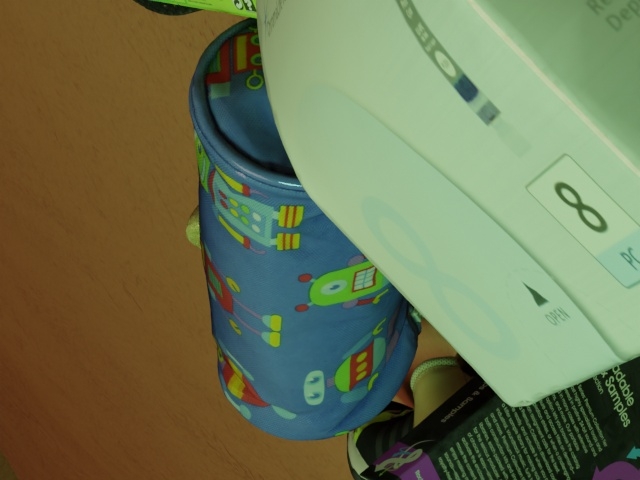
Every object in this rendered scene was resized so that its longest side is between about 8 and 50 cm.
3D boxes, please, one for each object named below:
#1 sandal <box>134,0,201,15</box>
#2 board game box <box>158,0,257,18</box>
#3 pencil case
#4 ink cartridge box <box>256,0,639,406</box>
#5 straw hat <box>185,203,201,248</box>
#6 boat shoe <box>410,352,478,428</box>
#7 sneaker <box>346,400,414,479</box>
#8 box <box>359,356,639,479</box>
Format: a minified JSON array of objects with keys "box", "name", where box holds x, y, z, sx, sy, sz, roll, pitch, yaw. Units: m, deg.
[{"box":[-0.067,-0.163,1.096,0.179,0.040,0.067,12,142,44],"name":"sandal"},{"box":[-0.051,-0.163,0.976,0.181,0.043,0.092,16,140,45],"name":"board game box"},{"box":[0.000,0.000,1.080,0.306,0.133,0.119,89,164,-59],"name":"pencil case"},{"box":[0.007,-0.111,0.745,0.385,0.091,0.308,44,167,1],"name":"ink cartridge box"},{"box":[-0.057,-0.010,1.300,0.144,0.061,0.144,46,161,21],"name":"straw hat"},{"box":[0.071,0.098,1.043,0.072,0.068,0.190,59,-163,-4],"name":"boat shoe"},{"box":[0.084,0.132,1.208,0.234,0.084,0.097,-134,54,-65],"name":"sneaker"},{"box":[0.105,0.111,0.951,0.029,0.162,0.116,21,142,55],"name":"box"}]
